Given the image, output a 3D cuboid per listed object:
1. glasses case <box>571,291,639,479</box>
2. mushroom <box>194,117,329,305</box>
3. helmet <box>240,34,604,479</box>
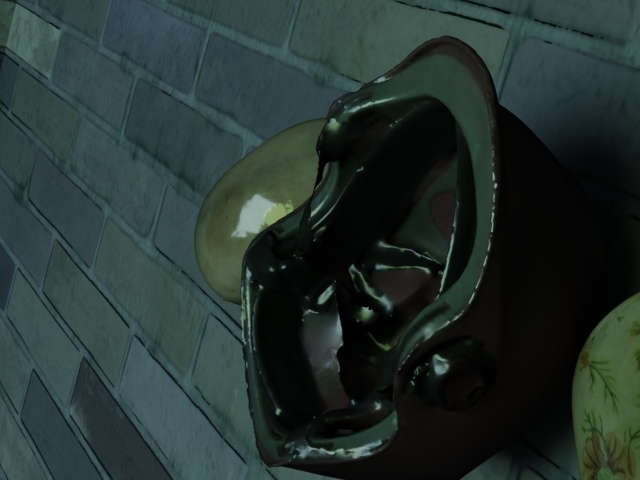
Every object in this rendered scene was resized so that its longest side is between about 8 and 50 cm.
[{"bbox_3d":[0.229,0.225,0.690,0.156,0.098,0.425,-35,52,48],"label":"glasses case"},{"bbox_3d":[0.000,0.000,1.101,0.204,0.204,0.204,-26,60,55],"label":"mushroom"},{"bbox_3d":[0.087,0.036,0.895,0.338,0.197,0.271,-53,32,29],"label":"helmet"}]
